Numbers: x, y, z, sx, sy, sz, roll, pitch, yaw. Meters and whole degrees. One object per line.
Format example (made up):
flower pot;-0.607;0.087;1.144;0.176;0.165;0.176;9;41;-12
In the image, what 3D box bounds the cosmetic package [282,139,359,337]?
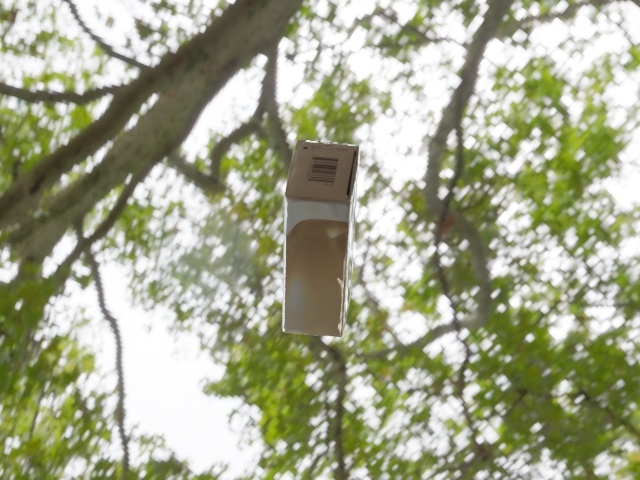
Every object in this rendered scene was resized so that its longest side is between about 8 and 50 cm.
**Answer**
cosmetic package;0.000;0.000;0.874;0.041;0.115;0.060;6;-137;4
